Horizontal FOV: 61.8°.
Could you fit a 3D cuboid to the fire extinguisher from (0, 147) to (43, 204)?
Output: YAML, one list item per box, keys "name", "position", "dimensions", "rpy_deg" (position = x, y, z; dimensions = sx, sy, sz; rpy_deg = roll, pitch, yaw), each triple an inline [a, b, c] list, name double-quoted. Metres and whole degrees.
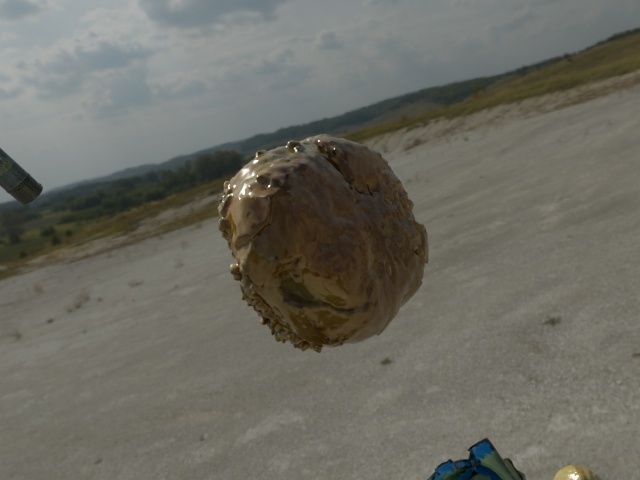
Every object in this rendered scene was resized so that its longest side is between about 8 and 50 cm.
- name: "fire extinguisher"
  position: [-0.284, -0.067, 0.464]
  dimensions: [0.038, 0.083, 0.025]
  rpy_deg: [-14, 45, 20]

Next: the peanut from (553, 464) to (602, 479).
- name: "peanut"
  position: [0.151, 0.157, 0.308]
  dimensions: [0.037, 0.083, 0.037]
  rpy_deg: [-10, 43, 10]

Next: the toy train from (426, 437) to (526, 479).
- name: "toy train"
  position: [0.077, 0.232, 0.410]
  dimensions: [0.188, 0.099, 0.072]
  rpy_deg: [-30, 52, -3]

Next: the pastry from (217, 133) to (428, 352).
- name: "pastry"
  position: [0.000, 0.000, 0.654]
  dimensions: [0.162, 0.255, 0.311]
  rpy_deg: [-30, -4, 37]
